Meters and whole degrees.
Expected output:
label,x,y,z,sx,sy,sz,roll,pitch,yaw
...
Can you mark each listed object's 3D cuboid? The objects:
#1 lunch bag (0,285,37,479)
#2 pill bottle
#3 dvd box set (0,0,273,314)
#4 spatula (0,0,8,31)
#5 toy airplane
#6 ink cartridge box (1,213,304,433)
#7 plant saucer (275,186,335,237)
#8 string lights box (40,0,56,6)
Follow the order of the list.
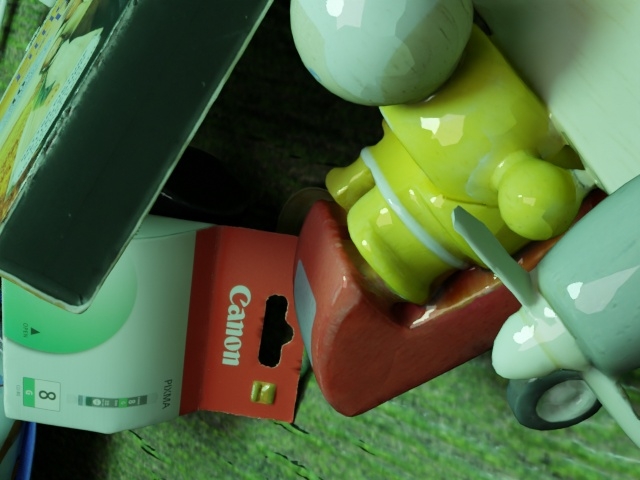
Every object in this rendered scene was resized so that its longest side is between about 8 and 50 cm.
label,x,y,z,sx,sy,sz,roll,pitch,yaw
lunch bag,-0.417,0.151,1.021,0.328,0.239,0.385,37,114,50
pill bottle,-0.146,0.033,0.874,0.123,0.123,0.219,48,122,28
dvd box set,-0.118,-0.155,0.677,0.307,0.062,0.420,-58,22,4
spatula,-0.318,-0.274,1.035,0.168,0.019,0.242,56,130,49
toy airplane,0.119,-0.093,0.524,0.386,0.272,0.384,-5,68,58
ink cartridge box,-0.123,0.068,0.792,0.224,0.056,0.181,10,120,1
plant saucer,0.000,0.000,0.813,0.083,0.015,0.083,5,97,41
string lights box,-0.146,-0.306,0.739,0.260,0.077,0.133,-48,24,23
